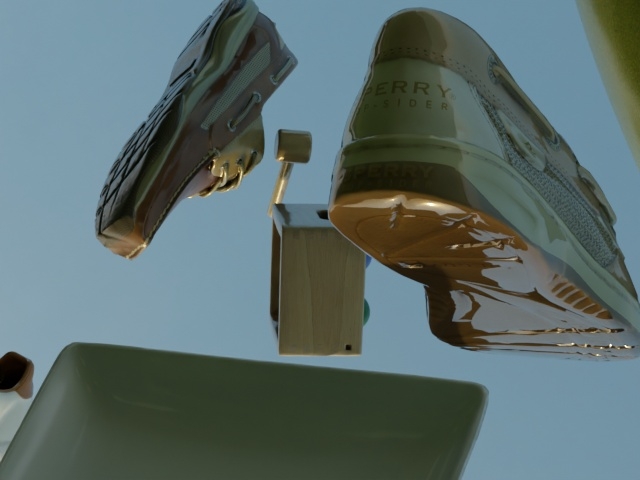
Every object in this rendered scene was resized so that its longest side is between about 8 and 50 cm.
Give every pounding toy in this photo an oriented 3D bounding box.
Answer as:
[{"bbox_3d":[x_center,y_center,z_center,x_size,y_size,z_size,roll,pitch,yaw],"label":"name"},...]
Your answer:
[{"bbox_3d":[-0.001,-0.008,1.581,0.181,0.094,0.206,-117,-151,-77],"label":"pounding toy"}]

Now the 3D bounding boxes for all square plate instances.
[{"bbox_3d":[-0.091,0.226,1.038,0.347,0.049,0.344,4,-130,27],"label":"square plate"}]

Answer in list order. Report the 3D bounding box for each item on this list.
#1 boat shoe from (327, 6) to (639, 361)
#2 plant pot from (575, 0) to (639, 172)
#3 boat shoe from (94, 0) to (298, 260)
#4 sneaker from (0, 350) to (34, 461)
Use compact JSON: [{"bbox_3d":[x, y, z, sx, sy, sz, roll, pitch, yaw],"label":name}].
[{"bbox_3d":[0.107,-0.013,0.856,0.121,0.341,0.110,0,-109,21],"label":"boat shoe"},{"bbox_3d":[0.377,-0.152,1.258,0.366,0.366,0.353,-19,-112,36],"label":"plant pot"},{"bbox_3d":[-0.107,-0.108,1.566,0.122,0.120,0.324,-31,-153,52],"label":"boat shoe"},{"bbox_3d":[-0.385,0.140,1.439,0.106,0.290,0.123,24,-76,38],"label":"sneaker"}]
